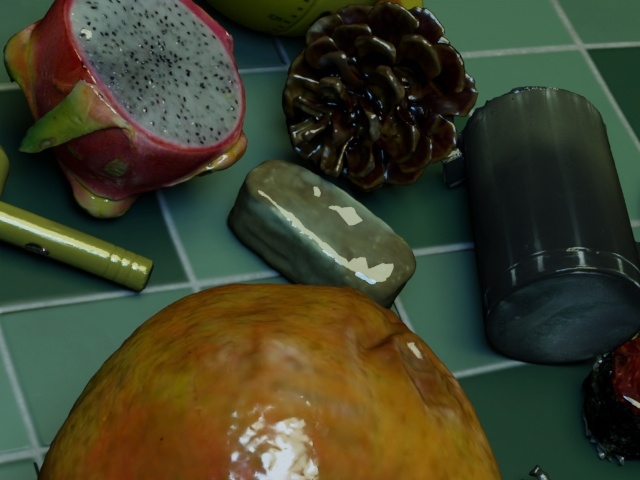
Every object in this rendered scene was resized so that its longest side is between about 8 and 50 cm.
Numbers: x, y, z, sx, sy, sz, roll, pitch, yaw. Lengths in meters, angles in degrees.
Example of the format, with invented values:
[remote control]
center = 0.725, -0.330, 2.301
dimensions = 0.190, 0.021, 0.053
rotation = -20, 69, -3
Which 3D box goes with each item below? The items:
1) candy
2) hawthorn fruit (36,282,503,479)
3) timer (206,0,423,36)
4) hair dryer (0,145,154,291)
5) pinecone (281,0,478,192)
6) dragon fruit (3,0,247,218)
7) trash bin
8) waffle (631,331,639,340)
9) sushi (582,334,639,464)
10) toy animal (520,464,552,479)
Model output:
[candy]
center = 0.000, 0.000, 1.905
dimensions = 0.234, 0.104, 0.102
rotation = 40, 48, 10
[hawthorn fruit]
center = -0.035, 0.244, 1.494
dimensions = 0.471, 0.472, 0.472
rotation = 12, 51, -15
[timer]
center = 0.003, -0.435, 2.090
dimensions = 0.387, 0.376, 0.376
rotation = 8, 51, -28
[hair dryer]
center = -0.323, -0.017, 1.804
dimensions = 0.278, 0.090, 0.135
rotation = 22, 46, -14
[pinecone]
center = 0.065, -0.179, 1.967
dimensions = 0.244, 0.244, 0.309
rotation = 34, 21, 5
[dragon fruit]
center = -0.239, -0.175, 1.864
dimensions = 0.290, 0.189, 0.291
rotation = 28, 46, -33
[trash bin]
center = 0.290, -0.023, 1.985
dimensions = 0.252, 0.203, 0.302
rotation = -7, 52, 3
[waffle]
center = 0.439, 0.079, 2.025
dimensions = 0.032, 0.125, 0.191
rotation = 28, 46, 2
[sushi]
center = 0.436, 0.201, 1.931
dimensions = 0.225, 0.126, 0.136
rotation = 7, 53, -11
[toy animal]
center = 0.237, 0.322, 1.796
dimensions = 0.065, 0.047, 0.136
rotation = 43, 44, 1
